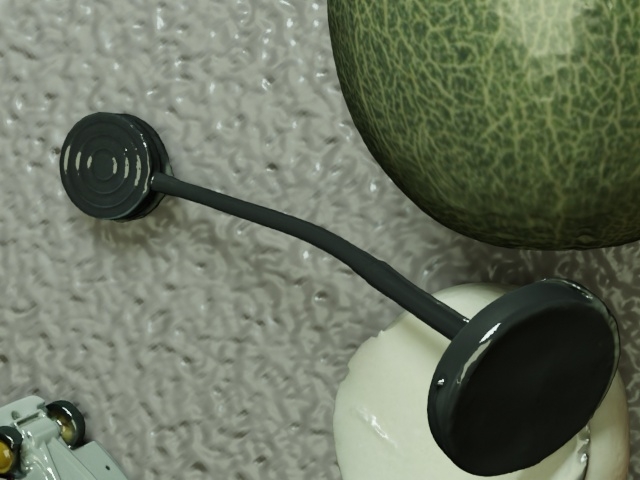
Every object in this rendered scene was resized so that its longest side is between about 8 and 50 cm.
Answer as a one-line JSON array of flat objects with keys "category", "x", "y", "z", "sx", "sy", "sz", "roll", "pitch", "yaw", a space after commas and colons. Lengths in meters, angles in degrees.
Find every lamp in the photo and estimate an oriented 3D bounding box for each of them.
[{"category": "lamp", "x": -0.018, "y": 0.004, "z": 1.049, "sx": 0.371, "sy": 0.108, "sz": 0.130, "roll": 32, "pitch": 110, "yaw": 26}]

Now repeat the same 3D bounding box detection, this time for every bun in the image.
[{"category": "bun", "x": 0.103, "y": 0.113, "z": 1.101, "sx": 0.173, "sy": 0.120, "sz": 0.172, "roll": -5, "pitch": 79, "yaw": 28}]

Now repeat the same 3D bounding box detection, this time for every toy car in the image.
[{"category": "toy car", "x": -0.178, "y": 0.177, "z": 1.180, "sx": 0.112, "sy": 0.112, "sz": 0.139, "roll": -40, "pitch": 81, "yaw": 30}]

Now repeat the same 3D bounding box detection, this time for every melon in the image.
[{"category": "melon", "x": 0.120, "y": -0.147, "z": 0.999, "sx": 0.238, "sy": 0.237, "sz": 0.301, "roll": 0, "pitch": 101, "yaw": 10}]
